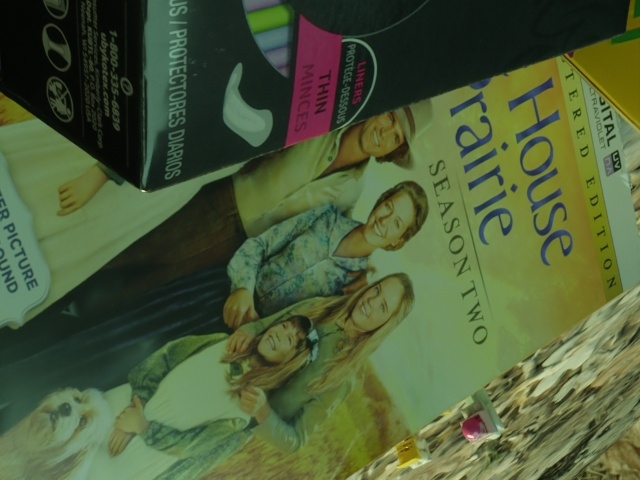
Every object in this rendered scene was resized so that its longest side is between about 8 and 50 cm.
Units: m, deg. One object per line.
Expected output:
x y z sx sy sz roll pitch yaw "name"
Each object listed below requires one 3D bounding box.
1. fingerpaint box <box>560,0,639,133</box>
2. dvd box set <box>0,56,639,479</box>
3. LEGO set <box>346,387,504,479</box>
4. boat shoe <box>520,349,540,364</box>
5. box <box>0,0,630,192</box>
0.335 -0.272 0.766 0.445 0.163 0.371 -36 168 -42 "fingerpaint box"
-0.018 -0.017 0.807 0.420 0.062 0.307 -30 119 -26 "dvd box set"
0.030 0.207 1.496 0.287 0.132 0.107 -42 151 22 "LEGO set"
0.217 0.027 1.491 0.096 0.088 0.267 -25 154 -35 "boat shoe"
-0.002 -0.149 0.619 0.270 0.143 0.165 -22 130 -36 "box"
